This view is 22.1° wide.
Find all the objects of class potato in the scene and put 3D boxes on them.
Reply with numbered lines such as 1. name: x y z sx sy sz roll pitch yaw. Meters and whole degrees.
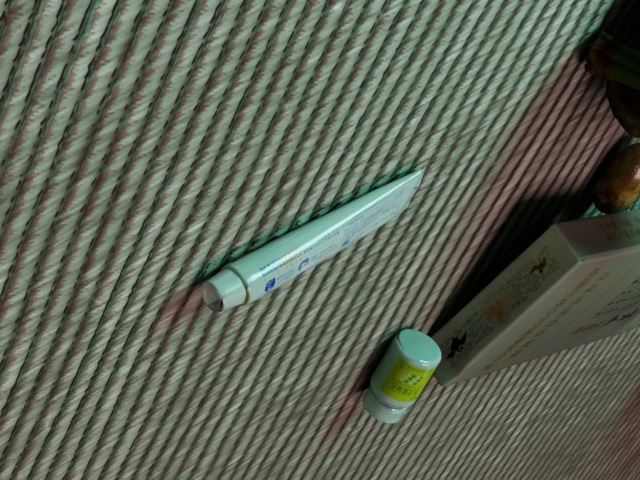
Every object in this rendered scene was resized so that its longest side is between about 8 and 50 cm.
1. potato: 0.286 -0.058 1.539 0.051 0.040 0.083 -27 154 -51

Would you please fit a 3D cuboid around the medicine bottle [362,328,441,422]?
1. medicine bottle: 0.073 0.125 1.496 0.047 0.047 0.083 -13 140 -47

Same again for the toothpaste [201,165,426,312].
1. toothpaste: 0.000 0.000 1.226 0.218 0.033 0.052 -28 154 -36

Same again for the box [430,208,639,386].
1. box: 0.274 0.042 1.619 0.365 0.051 0.204 -9 149 -50

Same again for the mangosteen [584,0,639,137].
1. mangosteen: 0.343 -0.130 1.350 0.265 0.228 0.228 9 134 -12
